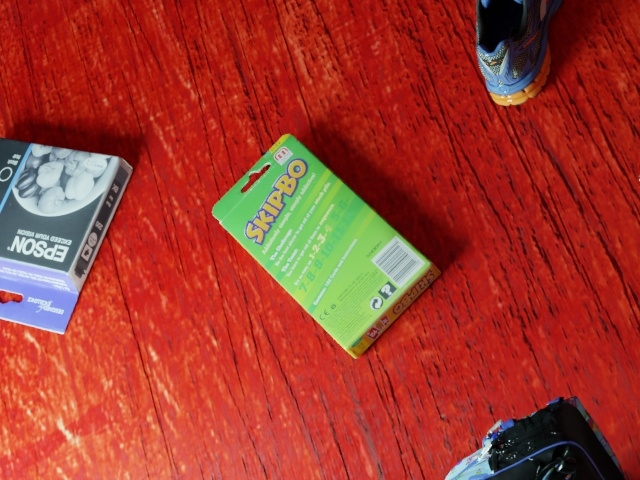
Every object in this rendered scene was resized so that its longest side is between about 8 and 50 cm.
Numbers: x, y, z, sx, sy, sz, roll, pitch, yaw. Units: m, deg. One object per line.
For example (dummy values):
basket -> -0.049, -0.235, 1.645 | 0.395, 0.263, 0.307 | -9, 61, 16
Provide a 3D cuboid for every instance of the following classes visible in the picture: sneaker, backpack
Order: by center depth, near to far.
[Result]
backpack -> 0.179, 0.238, 1.657 | 0.173, 0.158, 0.117 | -30, 24, 16
sneaker -> 0.203, -0.252, 1.961 | 0.083, 0.087, 0.221 | -8, 60, 25

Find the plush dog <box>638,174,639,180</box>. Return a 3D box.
plush dog -> 0.378, -0.082, 1.701 | 0.225, 0.210, 0.262 | -69, 27, 18

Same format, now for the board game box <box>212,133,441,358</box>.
board game box -> 0.000, 0.000, 1.968 | 0.124, 0.039, 0.259 | -45, 54, -1

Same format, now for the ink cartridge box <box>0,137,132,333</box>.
ink cartridge box -> -0.337, -0.011, 2.158 | 0.206, 0.045, 0.208 | 10, 70, 33
